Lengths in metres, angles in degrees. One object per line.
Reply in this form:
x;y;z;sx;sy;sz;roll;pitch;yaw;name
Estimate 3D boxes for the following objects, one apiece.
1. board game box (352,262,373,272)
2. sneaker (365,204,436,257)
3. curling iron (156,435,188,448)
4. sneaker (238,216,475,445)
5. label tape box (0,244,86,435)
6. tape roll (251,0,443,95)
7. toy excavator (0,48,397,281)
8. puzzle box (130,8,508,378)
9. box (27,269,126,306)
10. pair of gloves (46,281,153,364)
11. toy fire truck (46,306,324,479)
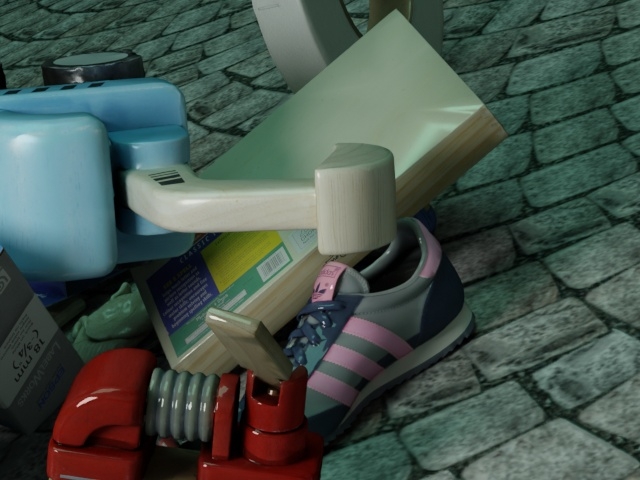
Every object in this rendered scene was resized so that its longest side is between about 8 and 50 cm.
0.042;0.051;1.870;0.090;0.020;0.090;-12;23;27;board game box
0.000;0.000;1.955;0.296;0.112;0.131;-5;38;52;sneaker
-0.157;0.168;1.759;0.068;0.035;0.274;-25;21;-21;curling iron
0.000;0.095;1.646;0.319;0.131;0.112;-36;25;-32;sneaker
-0.372;0.089;1.765;0.240;0.333;0.106;19;67;22;label tape box
0.038;-0.336;2.317;0.072;0.392;0.392;-8;24;31;tape roll
-0.182;-0.047;1.734;0.433;0.222;0.445;-6;15;-14;toy excavator
-0.020;-0.049;1.883;0.409;0.052;0.272;-40;33;6;puzzle box
-0.301;0.022;2.178;0.136;0.036;0.225;8;24;37;box
-0.289;0.107;2.034;0.240;0.042;0.204;-5;26;35;pair of gloves
-0.103;0.134;1.425;0.217;0.246;0.158;8;24;3;toy fire truck
